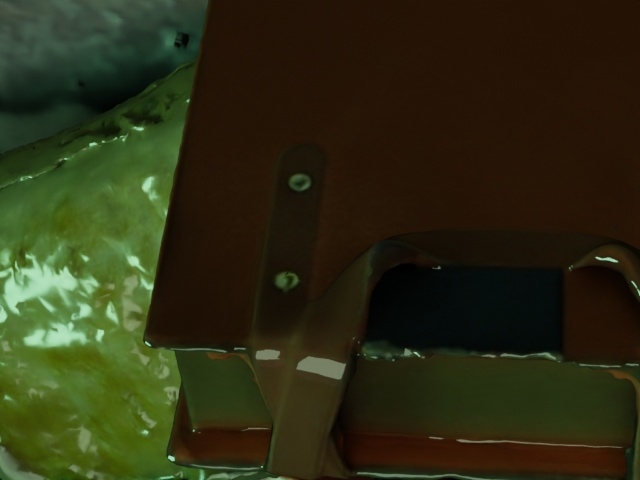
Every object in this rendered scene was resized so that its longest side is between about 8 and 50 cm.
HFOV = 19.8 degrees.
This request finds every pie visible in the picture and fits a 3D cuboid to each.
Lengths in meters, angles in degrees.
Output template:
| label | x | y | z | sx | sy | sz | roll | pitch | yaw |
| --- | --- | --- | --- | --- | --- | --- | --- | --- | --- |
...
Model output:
| label | x | y | z | sx | sy | sz | roll | pitch | yaw |
| --- | --- | --- | --- | --- | --- | --- | --- | --- | --- |
| pie | 0.000 | 0.000 | 0.522 | 0.282 | 0.068 | 0.128 | -18 | 105 | 22 |

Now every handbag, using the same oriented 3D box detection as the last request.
| label | x | y | z | sx | sy | sz | roll | pitch | yaw |
| --- | --- | --- | --- | --- | --- | --- | --- | --- | --- |
| handbag | 0.038 | -0.034 | 0.405 | 0.127 | 0.190 | 0.062 | 2 | 140 | 7 |

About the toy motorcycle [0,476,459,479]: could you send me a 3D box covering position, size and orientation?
| label | x | y | z | sx | sy | sz | roll | pitch | yaw |
| --- | --- | --- | --- | --- | --- | --- | --- | --- | --- |
| toy motorcycle | -0.008 | 0.112 | 0.678 | 0.298 | 0.089 | 0.171 | 19 | 139 | -14 |
